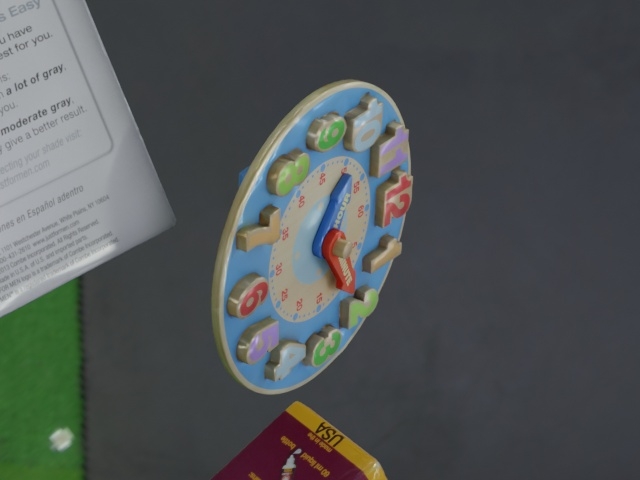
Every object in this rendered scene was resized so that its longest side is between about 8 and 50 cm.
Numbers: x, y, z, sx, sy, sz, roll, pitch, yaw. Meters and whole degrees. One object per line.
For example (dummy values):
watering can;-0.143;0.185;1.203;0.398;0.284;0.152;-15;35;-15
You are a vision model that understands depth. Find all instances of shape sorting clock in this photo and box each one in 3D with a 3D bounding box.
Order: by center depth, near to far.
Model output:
shape sorting clock;0.000;0.000;1.175;0.040;0.206;0.206;18;49;26

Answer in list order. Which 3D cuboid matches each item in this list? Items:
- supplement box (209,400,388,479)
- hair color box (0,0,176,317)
supplement box;-0.039;0.195;1.026;0.188;0.081;0.104;-42;131;-14
hair color box;-0.251;-0.138;1.100;0.185;0.113;0.375;-29;105;-31
